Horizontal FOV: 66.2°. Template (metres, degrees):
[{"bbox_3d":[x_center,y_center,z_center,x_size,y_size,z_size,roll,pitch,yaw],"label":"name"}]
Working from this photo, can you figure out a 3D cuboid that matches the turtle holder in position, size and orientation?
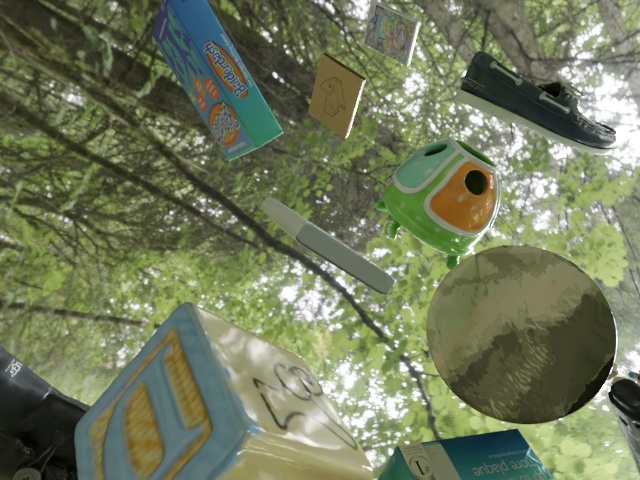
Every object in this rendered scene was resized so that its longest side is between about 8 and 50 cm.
[{"bbox_3d":[0.281,-0.107,1.102,0.243,0.320,0.228,35,-65,10],"label":"turtle holder"}]

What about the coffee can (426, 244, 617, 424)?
[{"bbox_3d":[0.267,0.139,0.670,0.201,0.275,0.202,-7,-109,21],"label":"coffee can"}]

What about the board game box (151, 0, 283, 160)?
[{"bbox_3d":[-0.147,-0.218,0.678,0.047,0.210,0.160,-37,-165,-18],"label":"board game box"}]

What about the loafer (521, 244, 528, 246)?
[{"bbox_3d":[0.415,0.093,0.974,0.076,0.078,0.223,-5,-147,14],"label":"loafer"}]

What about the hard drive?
[{"bbox_3d":[0.000,0.000,1.105,0.047,0.233,0.353,-57,-158,1],"label":"hard drive"}]

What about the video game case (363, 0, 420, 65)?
[{"bbox_3d":[0.137,-0.409,0.968,0.122,0.011,0.087,41,-37,29],"label":"video game case"}]

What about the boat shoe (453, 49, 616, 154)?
[{"bbox_3d":[0.313,-0.190,0.687,0.095,0.254,0.079,-90,-161,-65],"label":"boat shoe"}]

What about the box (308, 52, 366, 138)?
[{"bbox_3d":[0.044,-0.431,1.472,0.164,0.021,0.201,39,-41,21],"label":"box"}]

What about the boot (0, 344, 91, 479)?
[{"bbox_3d":[-0.487,0.417,0.822,0.367,0.445,0.146,-42,-158,9],"label":"boot"}]

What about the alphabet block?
[{"bbox_3d":[-0.100,0.215,0.502,0.193,0.197,0.192,-47,-139,6],"label":"alphabet block"}]

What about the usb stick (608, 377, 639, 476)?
[{"bbox_3d":[0.443,0.306,0.639,0.045,0.278,0.077,-25,-165,10],"label":"usb stick"}]

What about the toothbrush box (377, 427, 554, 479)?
[{"bbox_3d":[0.221,0.401,0.597,0.296,0.216,0.126,-116,-144,-50],"label":"toothbrush box"}]

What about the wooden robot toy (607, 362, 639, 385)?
[{"bbox_3d":[0.616,0.274,0.941,0.173,0.079,0.076,24,-55,17],"label":"wooden robot toy"}]
